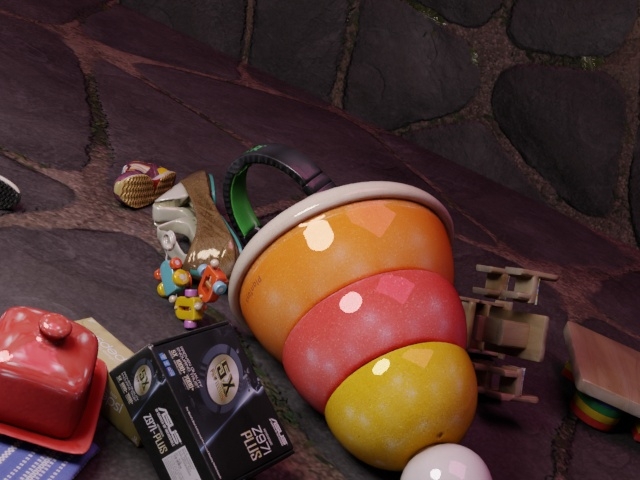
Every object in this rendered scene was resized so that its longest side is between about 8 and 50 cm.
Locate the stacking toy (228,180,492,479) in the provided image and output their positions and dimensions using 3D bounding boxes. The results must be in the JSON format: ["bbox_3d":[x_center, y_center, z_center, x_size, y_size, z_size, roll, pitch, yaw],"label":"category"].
[{"bbox_3d":[0.095,0.191,1.267,0.350,0.350,0.480,8,45,-37],"label":"stacking toy"}]

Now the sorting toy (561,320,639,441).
[{"bbox_3d":[0.565,0.285,1.731,0.255,0.089,0.257,24,21,0],"label":"sorting toy"}]

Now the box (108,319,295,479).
[{"bbox_3d":[-0.133,0.198,1.074,0.147,0.077,0.180,-10,69,-58],"label":"box"}]

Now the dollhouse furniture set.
[{"bbox_3d":[0.317,0.157,1.609,0.161,0.212,0.242,11,-3,-29],"label":"dollhouse furniture set"}]

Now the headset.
[{"bbox_3d":[0.000,0.000,1.611,0.185,0.243,0.394,-37,91,-39],"label":"headset"}]

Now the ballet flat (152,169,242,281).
[{"bbox_3d":[-0.226,-0.028,1.627,0.124,0.116,0.342,-4,33,-16],"label":"ballet flat"}]

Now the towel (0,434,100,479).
[{"bbox_3d":[-0.419,0.194,0.948,0.336,0.040,0.243,27,18,2],"label":"towel"}]

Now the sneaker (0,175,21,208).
[{"bbox_3d":[-0.551,-0.104,1.486,0.161,0.057,0.075,17,27,-10],"label":"sneaker"}]

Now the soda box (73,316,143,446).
[{"bbox_3d":[-0.254,0.170,1.146,0.181,0.058,0.061,35,23,25],"label":"soda box"}]

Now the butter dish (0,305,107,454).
[{"bbox_3d":[-0.301,0.128,1.011,0.159,0.118,0.160,20,30,-14],"label":"butter dish"}]

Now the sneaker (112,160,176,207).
[{"bbox_3d":[-0.345,-0.107,1.727,0.083,0.070,0.185,21,13,17],"label":"sneaker"}]

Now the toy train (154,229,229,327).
[{"bbox_3d":[-0.187,0.058,1.400,0.046,0.125,0.166,2,26,-41],"label":"toy train"}]
